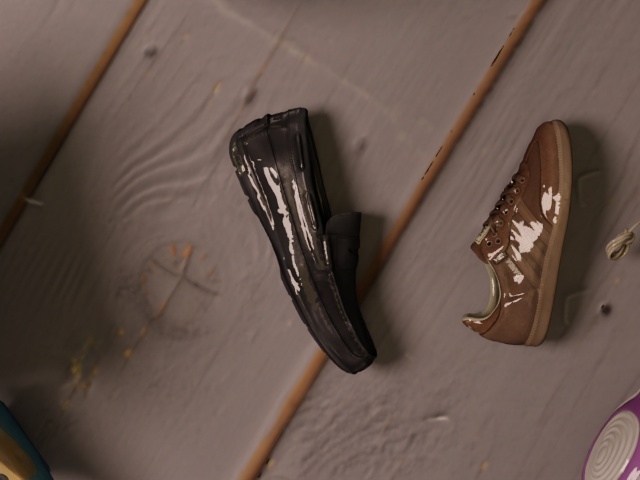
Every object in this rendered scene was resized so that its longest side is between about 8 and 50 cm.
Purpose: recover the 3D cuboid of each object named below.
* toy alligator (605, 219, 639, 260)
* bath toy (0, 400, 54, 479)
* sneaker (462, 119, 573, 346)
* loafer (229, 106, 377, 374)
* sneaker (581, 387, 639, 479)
[{"bbox_3d":[0.297,-0.060,1.062,0.189,0.056,0.051,-39,51,3],"label":"toy alligator"},{"bbox_3d":[-0.364,0.277,1.022,0.348,0.151,0.129,-40,78,4],"label":"bath toy"},{"bbox_3d":[0.161,-0.008,1.053,0.071,0.066,0.189,7,93,0],"label":"sneaker"},{"bbox_3d":[0.000,0.000,1.046,0.078,0.076,0.223,-24,90,9],"label":"loafer"},{"bbox_3d":[0.344,0.123,1.057,0.152,0.114,0.305,31,97,-16],"label":"sneaker"}]
